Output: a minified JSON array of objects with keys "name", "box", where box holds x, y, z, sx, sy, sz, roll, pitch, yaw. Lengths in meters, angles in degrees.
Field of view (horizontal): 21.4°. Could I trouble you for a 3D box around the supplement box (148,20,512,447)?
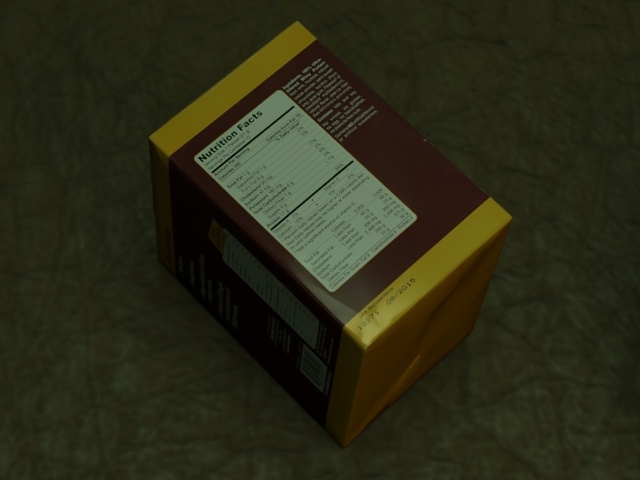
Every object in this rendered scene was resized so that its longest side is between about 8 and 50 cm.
[{"name":"supplement box","box":[0.000,0.000,1.113,0.129,0.191,0.194,-40,73,-19]}]
